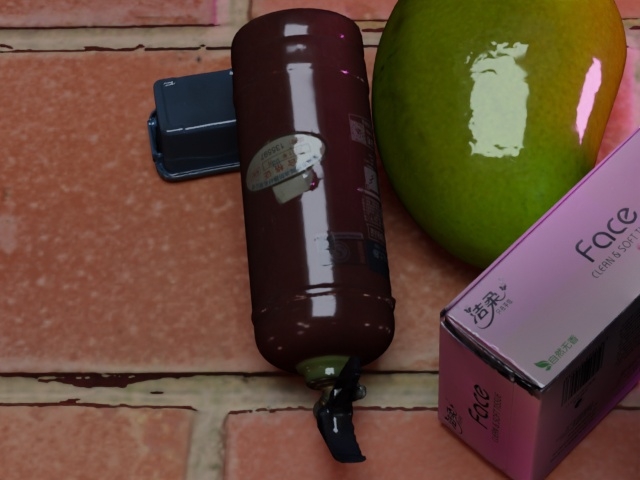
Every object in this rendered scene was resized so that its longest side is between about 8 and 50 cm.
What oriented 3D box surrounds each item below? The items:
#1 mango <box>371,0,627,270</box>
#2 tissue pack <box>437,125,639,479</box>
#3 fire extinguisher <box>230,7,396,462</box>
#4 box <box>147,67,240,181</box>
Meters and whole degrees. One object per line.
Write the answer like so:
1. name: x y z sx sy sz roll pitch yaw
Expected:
1. mango: 0.127 -0.112 1.276 0.185 0.149 0.273 15 64 11
2. tissue pack: 0.191 0.039 1.172 0.092 0.148 0.246 37 64 25
3. fire extinguisher: 0.000 0.000 1.200 0.102 0.138 0.344 -1 68 -11
4. box: -0.087 -0.095 1.332 0.099 0.054 0.074 -10 58 -4
